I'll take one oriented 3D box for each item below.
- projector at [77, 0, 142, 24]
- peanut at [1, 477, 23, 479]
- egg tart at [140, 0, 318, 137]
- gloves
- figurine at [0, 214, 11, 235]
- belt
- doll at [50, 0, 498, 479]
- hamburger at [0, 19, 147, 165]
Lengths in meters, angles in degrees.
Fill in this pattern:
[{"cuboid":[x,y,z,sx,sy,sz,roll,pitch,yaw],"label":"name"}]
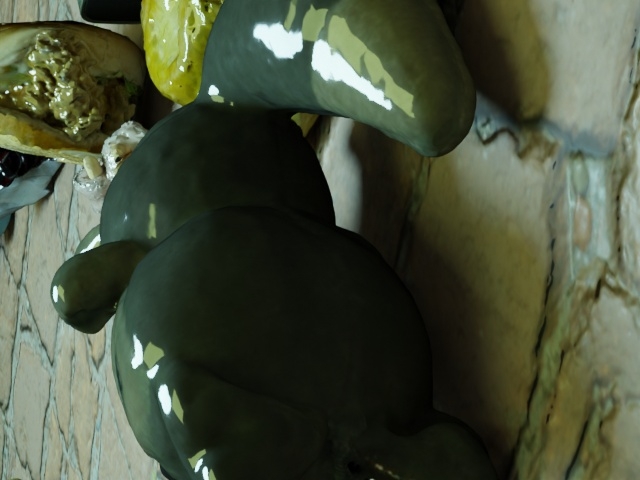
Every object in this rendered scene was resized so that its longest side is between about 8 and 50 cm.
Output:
[{"cuboid":[-0.210,-0.280,1.805,0.083,0.083,0.082,113,148,-48],"label":"projector"},{"cuboid":[-0.382,0.382,2.203,0.319,0.147,0.148,-153,64,-69],"label":"peanut"},{"cuboid":[-0.078,-0.194,1.429,0.295,0.116,0.295,178,90,-67],"label":"egg tart"},{"cuboid":[-0.177,-0.054,1.716,0.094,0.110,0.144,-54,2,-31],"label":"gloves"},{"cuboid":[-0.507,-0.027,2.596,0.205,0.103,0.260,-61,3,-31],"label":"figurine"},{"cuboid":[-0.424,-0.139,2.222,0.289,0.184,0.164,-53,51,57],"label":"belt"},{"cuboid":[-0.030,-0.003,1.148,0.382,0.252,0.379,53,139,47],"label":"doll"},{"cuboid":[-0.298,-0.154,1.818,0.286,0.243,0.146,-176,88,-80],"label":"hamburger"}]
